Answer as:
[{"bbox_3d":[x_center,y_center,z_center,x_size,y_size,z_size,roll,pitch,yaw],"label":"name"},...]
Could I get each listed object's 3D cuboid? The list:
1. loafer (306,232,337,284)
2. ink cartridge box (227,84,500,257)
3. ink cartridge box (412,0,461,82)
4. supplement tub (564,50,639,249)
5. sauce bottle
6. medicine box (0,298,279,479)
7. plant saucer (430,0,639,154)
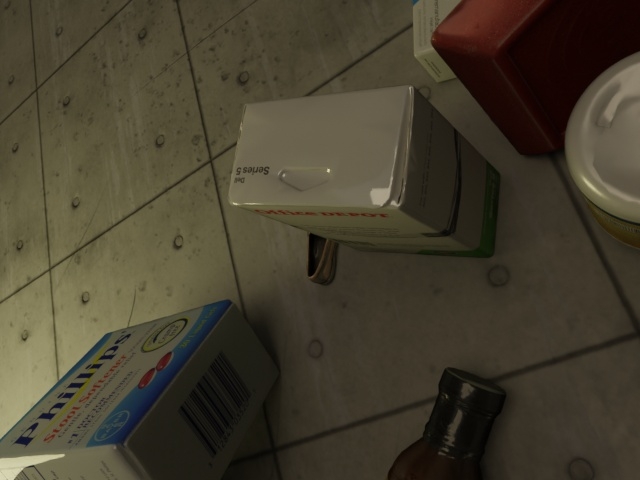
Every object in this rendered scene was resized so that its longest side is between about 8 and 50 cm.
[{"bbox_3d":[0.000,0.000,0.770,0.045,0.039,0.125,-7,76,33],"label":"loafer"},{"bbox_3d":[0.063,-0.060,0.600,0.198,0.272,0.115,3,81,34],"label":"ink cartridge box"},{"bbox_3d":[0.224,-0.303,0.663,0.203,0.085,0.148,-7,75,33],"label":"ink cartridge box"},{"bbox_3d":[0.311,-0.068,0.482,0.144,0.199,0.145,-8,75,31],"label":"supplement tub"},{"bbox_3d":[0.113,0.313,0.586,0.111,0.111,0.345,21,89,35],"label":"sauce bottle"},{"bbox_3d":[-0.248,0.239,0.731,0.289,0.263,0.149,-17,112,29],"label":"medicine box"},{"bbox_3d":[0.264,-0.211,0.507,0.259,0.258,0.048,-46,51,16],"label":"plant saucer"}]
